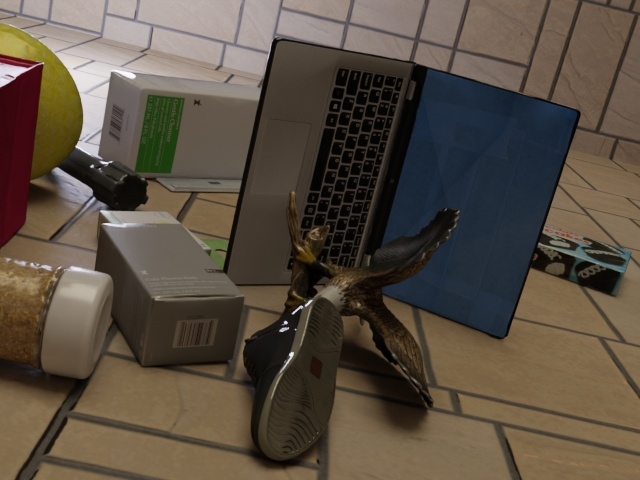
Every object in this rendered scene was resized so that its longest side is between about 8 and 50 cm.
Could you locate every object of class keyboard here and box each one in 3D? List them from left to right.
[{"bbox_3d":[-0.219,-0.116,1.802,0.256,0.014,0.072,-1,18,-40],"label":"keyboard"}]

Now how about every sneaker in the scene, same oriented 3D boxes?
[{"bbox_3d":[-0.048,0.170,0.981,0.083,0.118,0.222,47,37,-19],"label":"sneaker"}]

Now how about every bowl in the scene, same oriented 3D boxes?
[{"bbox_3d":[-0.556,-0.198,1.407,0.289,0.290,0.156,14,35,-1],"label":"bowl"}]

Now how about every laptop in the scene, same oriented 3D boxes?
[{"bbox_3d":[0.112,-0.064,1.282,0.407,0.382,0.236,2,21,-34],"label":"laptop"}]

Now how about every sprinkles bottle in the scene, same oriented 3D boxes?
[{"bbox_3d":[-0.416,0.061,0.938,0.355,0.121,0.121,12,18,-5],"label":"sprinkles bottle"}]

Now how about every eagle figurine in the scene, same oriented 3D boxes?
[{"bbox_3d":[0.068,0.074,1.130,0.298,0.226,0.225,8,47,40],"label":"eagle figurine"}]

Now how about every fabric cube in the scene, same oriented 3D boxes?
[{"bbox_3d":[-0.556,-0.134,1.198,0.254,0.258,0.259,10,18,-7],"label":"fabric cube"}]

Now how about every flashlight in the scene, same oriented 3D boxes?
[{"bbox_3d":[-0.440,-0.141,1.582,0.304,0.103,0.103,28,48,29],"label":"flashlight"}]

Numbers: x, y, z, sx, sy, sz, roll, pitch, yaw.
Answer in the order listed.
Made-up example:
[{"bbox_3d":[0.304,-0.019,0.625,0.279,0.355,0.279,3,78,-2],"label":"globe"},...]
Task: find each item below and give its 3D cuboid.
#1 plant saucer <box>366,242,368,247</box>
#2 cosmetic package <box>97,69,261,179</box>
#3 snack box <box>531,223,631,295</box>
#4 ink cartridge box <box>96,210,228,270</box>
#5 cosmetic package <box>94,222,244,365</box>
[{"bbox_3d":[0.000,0.000,1.555,0.188,0.045,0.188,11,19,-10],"label":"plant saucer"},{"bbox_3d":[-0.272,-0.243,1.845,0.365,0.197,0.155,-3,24,-39],"label":"cosmetic package"},{"bbox_3d":[0.500,0.017,1.855,0.321,0.060,0.187,20,20,19],"label":"snack box"},{"bbox_3d":[-0.216,0.006,1.364,0.235,0.056,0.171,-2,23,-35],"label":"ink cartridge box"},{"bbox_3d":[-0.205,0.063,1.119,0.127,0.107,0.238,-1,26,-32],"label":"cosmetic package"}]
